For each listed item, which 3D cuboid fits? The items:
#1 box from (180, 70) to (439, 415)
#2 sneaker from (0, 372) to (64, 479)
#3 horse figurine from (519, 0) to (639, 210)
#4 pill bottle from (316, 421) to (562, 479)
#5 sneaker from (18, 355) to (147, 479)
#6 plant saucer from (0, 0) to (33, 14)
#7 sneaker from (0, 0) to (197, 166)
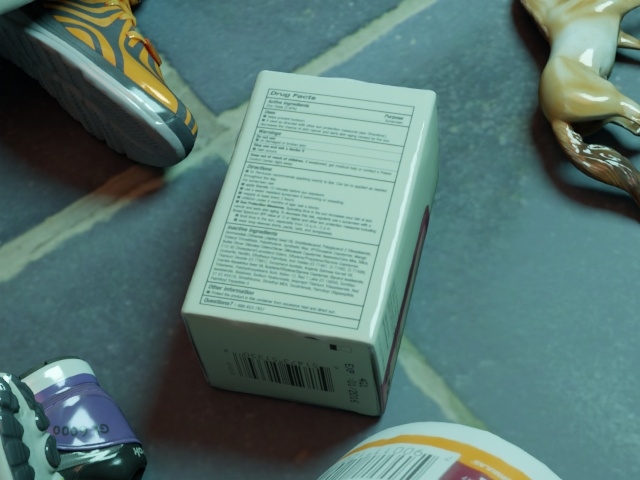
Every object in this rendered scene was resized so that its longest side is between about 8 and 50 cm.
[{"bbox_3d":[0.000,0.000,1.093,0.149,0.127,0.232,9,59,13],"label":"box"},{"bbox_3d":[-0.221,0.226,0.951,0.110,0.107,0.275,-14,90,12],"label":"sneaker"},{"bbox_3d":[0.248,-0.145,1.192,0.174,0.066,0.263,8,57,5],"label":"horse figurine"},{"bbox_3d":[0.002,0.279,0.763,0.224,0.224,0.392,26,32,21],"label":"pill bottle"},{"bbox_3d":[-0.260,0.207,1.012,0.283,0.107,0.124,-34,66,-14],"label":"sneaker"},{"bbox_3d":[-0.323,-0.318,1.266,0.400,0.100,0.400,-13,36,10],"label":"plant saucer"},{"bbox_3d":[-0.184,-0.207,1.248,0.180,0.124,0.321,-41,62,-17],"label":"sneaker"}]
